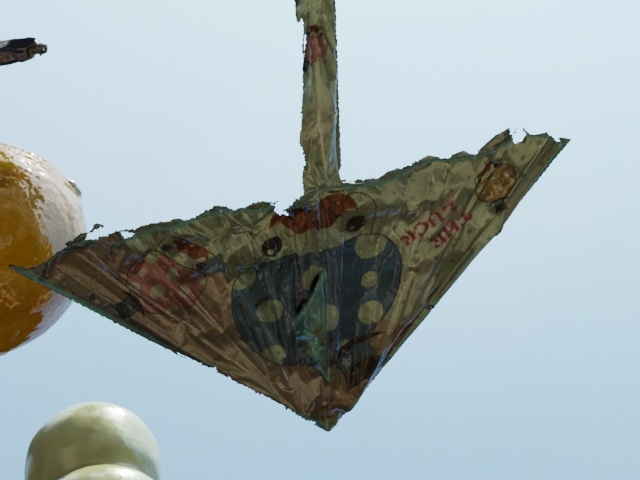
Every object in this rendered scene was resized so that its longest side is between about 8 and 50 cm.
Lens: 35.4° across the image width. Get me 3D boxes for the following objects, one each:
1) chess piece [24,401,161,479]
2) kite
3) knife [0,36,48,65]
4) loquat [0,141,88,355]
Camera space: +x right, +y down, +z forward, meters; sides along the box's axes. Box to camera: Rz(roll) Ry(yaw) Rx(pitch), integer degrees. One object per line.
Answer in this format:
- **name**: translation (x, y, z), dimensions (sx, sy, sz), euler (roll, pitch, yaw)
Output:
- **chess piece**: translation (-0.192, 0.280, 0.877), dimensions (0.182, 0.182, 0.330), euler (-30, -142, 4)
- **kite**: translation (0.000, 0.000, 0.687), dimensions (0.405, 0.369, 0.014), euler (-14, -145, -18)
- **knife**: translation (-0.265, -0.143, 0.785), dimensions (0.121, 0.018, 0.031), euler (-6, -140, 25)
- **loquat**: translation (-0.310, 0.013, 0.892), dimensions (0.234, 0.176, 0.187), euler (-36, -86, -34)
